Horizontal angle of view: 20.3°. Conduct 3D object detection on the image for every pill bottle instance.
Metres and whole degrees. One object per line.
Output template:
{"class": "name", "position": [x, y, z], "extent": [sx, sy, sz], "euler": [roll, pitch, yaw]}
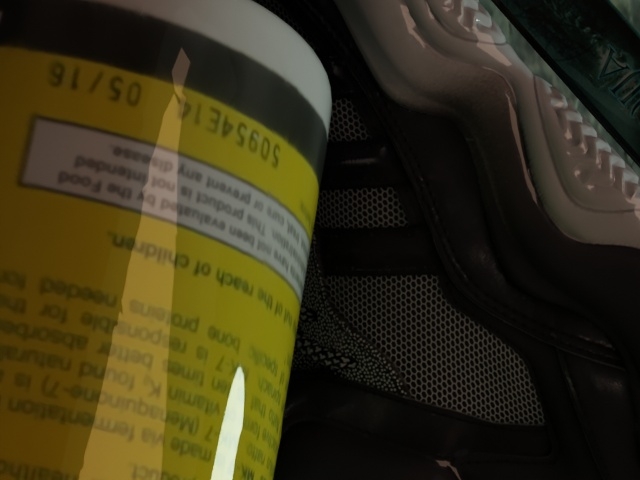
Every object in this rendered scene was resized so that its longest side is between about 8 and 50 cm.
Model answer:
{"class": "pill bottle", "position": [-0.069, 0.052, 0.381], "extent": [0.119, 0.119, 0.209], "euler": [30, 62, -49]}

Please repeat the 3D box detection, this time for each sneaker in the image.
{"class": "sneaker", "position": [0.000, 0.000, 0.495], "extent": [0.268, 0.153, 0.101], "euler": [49, 8, 5]}

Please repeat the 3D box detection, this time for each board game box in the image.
{"class": "board game box", "position": [0.087, -0.061, 0.581], "extent": [0.126, 0.026, 0.186], "euler": [50, 9, 11]}
